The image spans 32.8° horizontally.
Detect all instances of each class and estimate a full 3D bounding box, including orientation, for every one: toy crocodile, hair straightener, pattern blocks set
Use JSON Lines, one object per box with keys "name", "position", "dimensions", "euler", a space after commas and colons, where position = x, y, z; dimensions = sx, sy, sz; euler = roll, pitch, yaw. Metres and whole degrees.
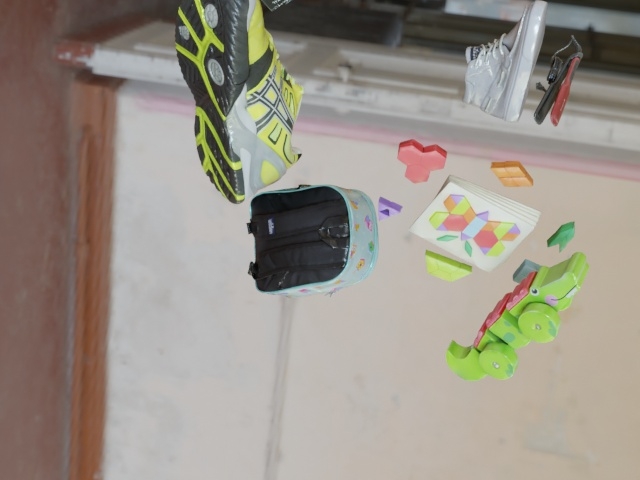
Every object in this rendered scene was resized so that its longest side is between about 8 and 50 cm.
{"name": "toy crocodile", "position": [0.327, 0.129, 1.798], "dimensions": [0.115, 0.105, 0.340], "euler": [-52, 178, -41]}
{"name": "hair straightener", "position": [0.515, -0.357, 2.406], "dimensions": [0.047, 0.089, 0.231], "euler": [40, 65, -48]}
{"name": "pattern blocks set", "position": [0.255, -0.028, 1.811], "dimensions": [0.026, 0.324, 0.285], "euler": [-76, -178, -45]}

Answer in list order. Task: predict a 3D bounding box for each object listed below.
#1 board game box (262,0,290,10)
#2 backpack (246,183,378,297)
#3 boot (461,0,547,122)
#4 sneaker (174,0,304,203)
{"name": "board game box", "position": [-0.022, -0.356, 1.243], "dimensions": [0.026, 0.126, 0.186], "euler": [41, 28, -40]}
{"name": "backpack", "position": [0.000, 0.000, 1.613], "dimensions": [0.144, 0.188, 0.166], "euler": [11, 72, -45]}
{"name": "boot", "position": [0.313, -0.318, 1.898], "dimensions": [0.258, 0.123, 0.095], "euler": [96, 17, -48]}
{"name": "sneaker", "position": [-0.107, -0.233, 1.561], "dimensions": [0.147, 0.145, 0.385], "euler": [-29, 144, -25]}
